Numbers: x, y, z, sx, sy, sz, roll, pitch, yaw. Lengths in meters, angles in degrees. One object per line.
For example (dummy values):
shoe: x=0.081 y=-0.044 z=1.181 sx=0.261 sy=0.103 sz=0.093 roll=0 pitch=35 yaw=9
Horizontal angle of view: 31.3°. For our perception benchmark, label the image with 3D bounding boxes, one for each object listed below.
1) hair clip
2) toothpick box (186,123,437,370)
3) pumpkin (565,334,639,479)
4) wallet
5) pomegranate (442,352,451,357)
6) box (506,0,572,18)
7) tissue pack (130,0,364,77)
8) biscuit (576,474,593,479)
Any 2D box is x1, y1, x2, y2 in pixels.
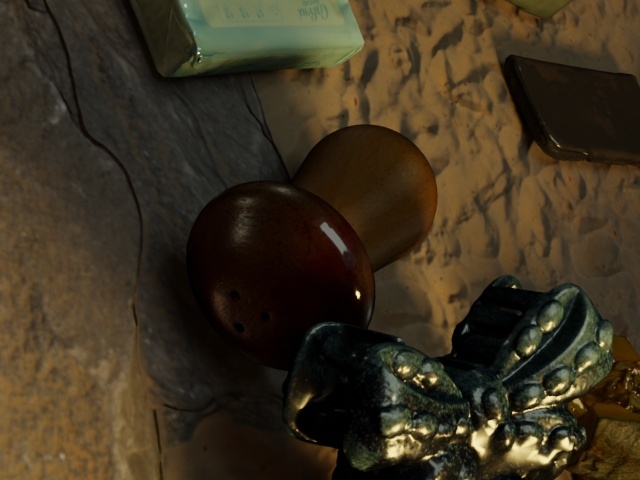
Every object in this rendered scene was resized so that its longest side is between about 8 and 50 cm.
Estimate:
hair clip: x=0.124 y=0.156 z=1.013 sx=0.310 sy=0.194 sz=0.206 roll=-13 pitch=105 yaw=-32
toothpick box: x=0.000 y=0.000 z=1.127 sx=0.192 sy=0.192 sz=0.294 roll=54 pitch=38 yaw=-5
pumpkin: x=0.331 y=0.202 z=1.353 sx=0.130 sy=0.126 sz=0.248 roll=1 pitch=25 yaw=-4
wallet: x=0.395 y=-0.185 z=1.675 sx=0.309 sy=0.042 sz=0.165 roll=0 pitch=67 yaw=-43
pomegranate: x=0.184 y=0.205 z=1.223 sx=0.191 sy=0.131 sz=0.152 roll=47 pitch=23 yaw=-46
box: x=0.295 y=-0.423 z=1.641 sx=0.210 sy=0.148 sz=0.129 roll=13 pitch=52 yaw=-40
tissue pack: x=-0.088 y=-0.270 z=1.256 sx=0.263 sy=0.089 sz=0.177 roll=-13 pitch=78 yaw=-47
biscuit: x=0.384 y=0.305 z=1.414 sx=0.187 sy=0.027 sz=0.188 roll=20 pitch=56 yaw=-33
